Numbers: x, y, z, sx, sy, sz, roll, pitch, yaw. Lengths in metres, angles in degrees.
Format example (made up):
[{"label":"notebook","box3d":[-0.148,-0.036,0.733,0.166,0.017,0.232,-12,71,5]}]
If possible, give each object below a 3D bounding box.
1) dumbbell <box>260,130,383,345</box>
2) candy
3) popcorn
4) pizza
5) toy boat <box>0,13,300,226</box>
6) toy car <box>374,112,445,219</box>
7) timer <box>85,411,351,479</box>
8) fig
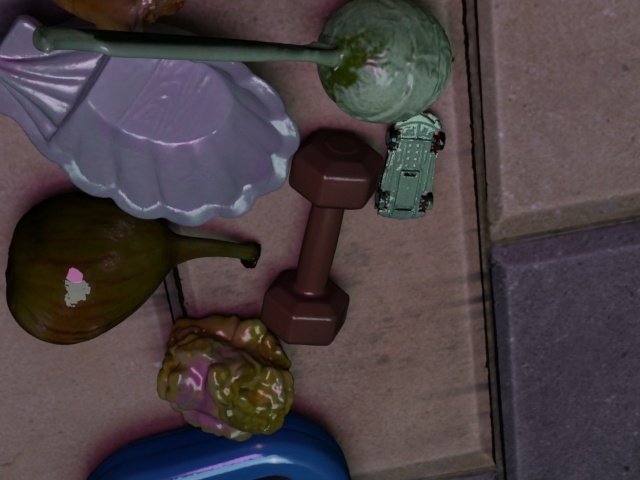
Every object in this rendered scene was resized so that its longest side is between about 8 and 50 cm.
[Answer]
[{"label":"dumbbell","box3d":[0.000,0.000,1.511,0.082,0.092,0.231,19,123,10]},{"label":"candy","box3d":[-0.055,-0.161,1.273,0.440,0.119,0.119,-3,131,-43]},{"label":"popcorn","box3d":[-0.098,0.145,1.576,0.145,0.126,0.126,9,130,-9]},{"label":"pizza","box3d":[-0.179,-0.224,1.299,0.161,0.182,0.062,-21,133,-53]},{"label":"toy boat","box3d":[-0.162,-0.127,1.377,0.290,0.100,0.199,22,123,-25]},{"label":"toy car","box3d":[0.087,-0.075,1.502,0.059,0.035,0.122,3,116,-12]},{"label":"timer","box3d":[-0.104,0.345,1.720,0.309,0.115,0.340,-14,126,2]},{"label":"fig","box3d":[-0.175,0.028,1.468,0.259,0.151,0.151,0,125,-14]}]
